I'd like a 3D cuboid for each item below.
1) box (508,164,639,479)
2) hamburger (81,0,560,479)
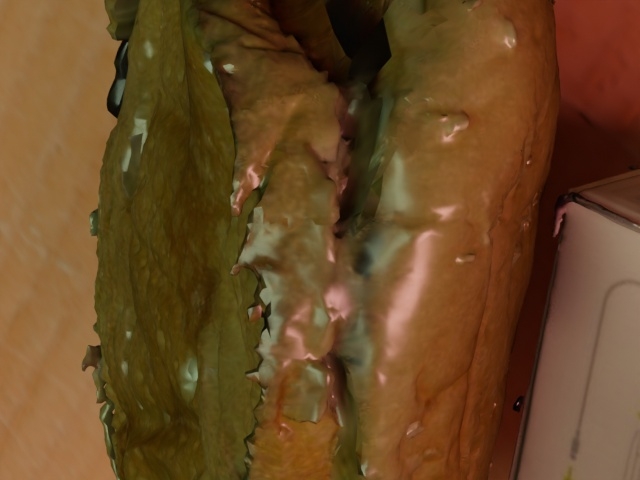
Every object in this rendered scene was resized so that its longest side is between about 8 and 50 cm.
[{"bbox_3d":[0.178,0.108,0.609,0.252,0.106,0.203,26,116,38],"label":"box"},{"bbox_3d":[-0.001,0.000,0.690,0.265,0.134,0.284,-128,38,-56],"label":"hamburger"}]
